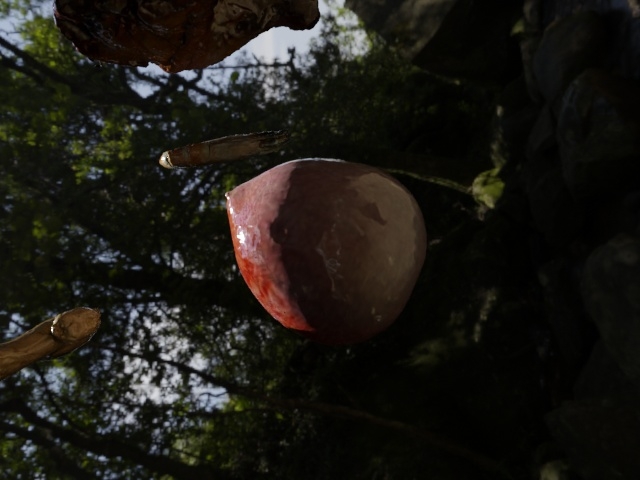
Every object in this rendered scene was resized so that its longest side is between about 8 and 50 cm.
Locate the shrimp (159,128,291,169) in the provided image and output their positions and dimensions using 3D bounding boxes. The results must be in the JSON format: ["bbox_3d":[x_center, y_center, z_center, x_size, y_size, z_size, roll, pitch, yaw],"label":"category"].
[{"bbox_3d":[-0.222,-0.213,1.232,0.164,0.316,0.062,-93,-9,-82],"label":"shrimp"}]

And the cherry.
[{"bbox_3d":[0.009,0.005,0.643,0.206,0.239,0.239,30,130,52],"label":"cherry"}]

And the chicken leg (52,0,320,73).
[{"bbox_3d":[-0.141,-0.261,0.591,0.322,0.177,0.083,-19,-88,-57],"label":"chicken leg"}]

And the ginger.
[{"bbox_3d":[-0.398,0.150,0.725,0.133,0.214,0.059,-26,93,56],"label":"ginger"}]
